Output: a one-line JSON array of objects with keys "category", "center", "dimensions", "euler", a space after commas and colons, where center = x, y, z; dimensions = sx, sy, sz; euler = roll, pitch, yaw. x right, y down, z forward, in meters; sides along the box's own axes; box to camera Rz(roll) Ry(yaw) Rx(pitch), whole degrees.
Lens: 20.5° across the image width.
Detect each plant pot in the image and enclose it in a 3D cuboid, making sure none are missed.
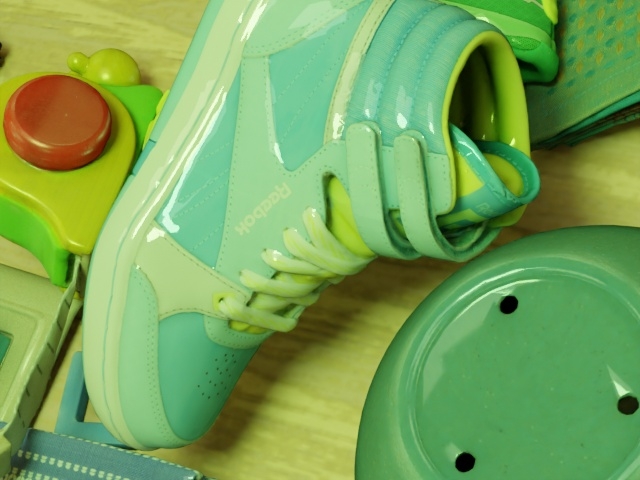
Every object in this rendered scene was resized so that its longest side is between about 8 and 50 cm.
[{"category": "plant pot", "center": [0.135, 0.107, 0.894], "dimensions": [0.290, 0.195, 0.290], "euler": [-11, 61, 20]}]

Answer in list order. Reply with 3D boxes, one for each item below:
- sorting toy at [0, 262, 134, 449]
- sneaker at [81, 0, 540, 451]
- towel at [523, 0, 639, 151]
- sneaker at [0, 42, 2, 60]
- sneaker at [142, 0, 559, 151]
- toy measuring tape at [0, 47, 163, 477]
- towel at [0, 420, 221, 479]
[{"category": "sorting toy", "center": [-0.271, 0.093, 1.183], "dimensions": [0.347, 0.047, 0.196], "euler": [15, 73, 31]}, {"category": "sneaker", "center": [0.000, 0.000, 0.970], "dimensions": [0.208, 0.127, 0.319], "euler": [26, 102, 31]}, {"category": "towel", "center": [0.237, -0.250, 1.061], "dimensions": [0.271, 0.040, 0.370], "euler": [-20, 54, 45]}, {"category": "sneaker", "center": [-0.267, -0.114, 1.277], "dimensions": [0.084, 0.058, 0.152], "euler": [-35, 49, 16]}, {"category": "sneaker", "center": [0.012, -0.081, 1.087], "dimensions": [0.295, 0.109, 0.123], "euler": [-30, 56, 18]}, {"category": "toy measuring tape", "center": [-0.194, -0.005, 1.128], "dimensions": [0.121, 0.121, 0.330], "euler": [-1, 50, 25]}, {"category": "towel", "center": [-0.199, 0.277, 1.045], "dimensions": [0.243, 0.040, 0.336], "euler": [8, 76, 31]}]
